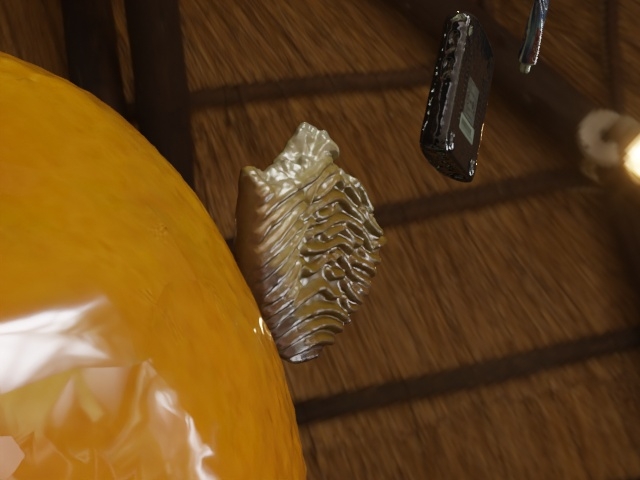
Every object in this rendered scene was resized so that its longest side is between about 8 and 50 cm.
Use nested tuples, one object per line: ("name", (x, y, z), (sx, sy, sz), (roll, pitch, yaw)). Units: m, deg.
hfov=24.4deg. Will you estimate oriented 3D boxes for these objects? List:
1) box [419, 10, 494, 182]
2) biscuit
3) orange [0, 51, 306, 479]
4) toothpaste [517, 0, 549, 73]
("box", (0.118, -0.119, 1.230), (0.027, 0.126, 0.125), (9, -98, 19))
("biscuit", (0.001, 0.000, 1.034), (0.031, 0.228, 0.176), (14, -71, 23))
("orange", (-0.203, 0.079, 0.536), (0.424, 0.424, 0.326), (6, -63, -14))
("toothpaste", (0.191, -0.186, 1.323), (0.019, 0.027, 0.083), (29, -49, 23))
